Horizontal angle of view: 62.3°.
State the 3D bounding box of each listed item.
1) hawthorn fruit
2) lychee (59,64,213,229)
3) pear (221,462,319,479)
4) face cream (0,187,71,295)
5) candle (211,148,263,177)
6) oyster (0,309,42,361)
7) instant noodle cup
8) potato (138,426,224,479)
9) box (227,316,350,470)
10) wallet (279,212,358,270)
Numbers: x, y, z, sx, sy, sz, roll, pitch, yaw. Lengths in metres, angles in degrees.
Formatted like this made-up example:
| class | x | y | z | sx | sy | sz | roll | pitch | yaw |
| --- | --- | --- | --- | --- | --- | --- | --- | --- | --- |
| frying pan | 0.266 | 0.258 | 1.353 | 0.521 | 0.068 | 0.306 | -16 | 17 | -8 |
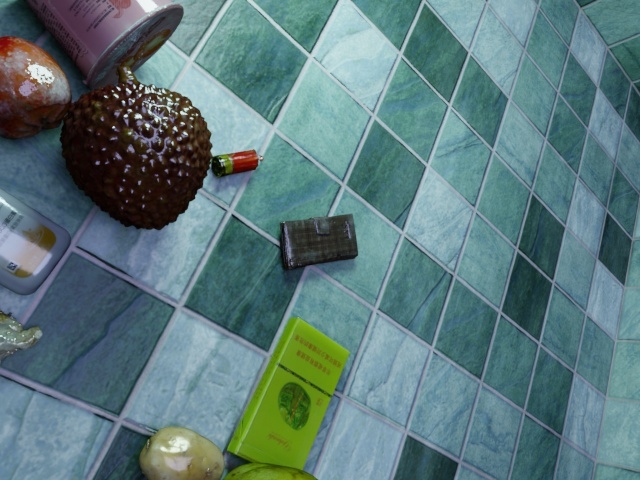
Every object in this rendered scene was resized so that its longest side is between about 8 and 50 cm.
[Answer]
| class | x | y | z | sx | sy | sz | roll | pitch | yaw |
| --- | --- | --- | --- | --- | --- | --- | --- | --- | --- |
| hawthorn fruit | -0.530 | -0.269 | 0.929 | 0.172 | 0.172 | 0.173 | 6 | 80 | -35 |
| lychee | -0.332 | -0.170 | 0.993 | 0.275 | 0.275 | 0.305 | -16 | 108 | -36 |
| pear | -0.088 | 0.584 | 1.071 | 0.321 | 0.269 | 0.269 | 49 | 59 | -28 |
| face cream | -0.590 | -0.034 | 0.909 | 0.291 | 0.071 | 0.144 | 41 | 62 | -24 |
| candle | -0.188 | -0.183 | 1.235 | 0.130 | 0.052 | 0.052 | -20 | 95 | -37 |
| oyster | -0.576 | 0.156 | 0.891 | 0.191 | 0.081 | 0.163 | -8 | 84 | -40 |
| instant noodle cup | -0.425 | -0.448 | 0.998 | 0.231 | 0.243 | 0.243 | 48 | 59 | -12 |
| potato | -0.270 | 0.441 | 1.054 | 0.178 | 0.109 | 0.119 | 39 | 41 | -32 |
| box | -0.064 | 0.372 | 1.251 | 0.187 | 0.047 | 0.335 | 38 | 63 | -26 |
| wallet | 0.000 | 0.000 | 1.351 | 0.230 | 0.042 | 0.124 | -8 | 91 | -36 |
